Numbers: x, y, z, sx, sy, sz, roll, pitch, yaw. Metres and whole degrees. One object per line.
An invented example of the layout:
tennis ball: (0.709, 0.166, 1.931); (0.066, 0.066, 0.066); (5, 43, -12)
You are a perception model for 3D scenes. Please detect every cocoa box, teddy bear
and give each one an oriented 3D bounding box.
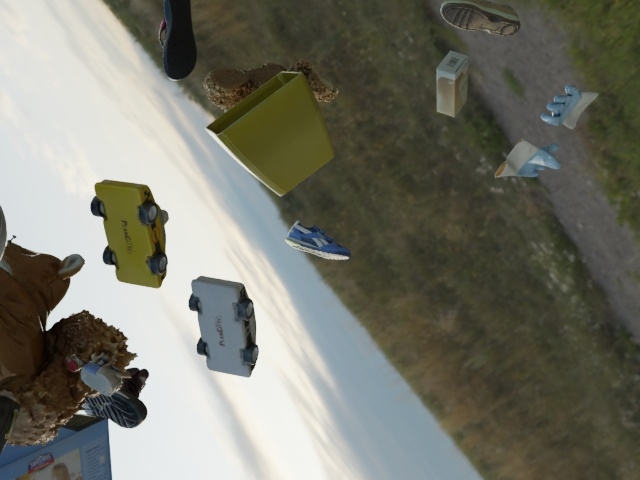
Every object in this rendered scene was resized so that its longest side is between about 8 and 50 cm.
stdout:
cocoa box: (-0.635, 0.517, 1.818); (0.347, 0.228, 0.231); (-16, -74, -62)
teddy bear: (-0.123, -0.373, 2.170); (0.245, 0.338, 0.113); (38, 135, 33)

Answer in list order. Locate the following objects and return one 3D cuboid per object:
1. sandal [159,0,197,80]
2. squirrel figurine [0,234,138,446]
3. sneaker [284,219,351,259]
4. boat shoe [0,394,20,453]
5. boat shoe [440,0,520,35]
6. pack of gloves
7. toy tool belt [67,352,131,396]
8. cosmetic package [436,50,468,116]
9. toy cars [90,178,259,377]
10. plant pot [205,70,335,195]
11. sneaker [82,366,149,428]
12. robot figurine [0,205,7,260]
sandal: (-0.253, -0.361, 1.499); (0.067, 0.040, 0.179); (8, -103, -48)
squirrel figurine: (-0.556, 0.175, 1.614); (0.397, 0.281, 0.370); (39, -157, -5)
sneaker: (0.000, 0.000, 1.825); (0.144, 0.059, 0.053); (19, 163, 1)
boat shoe: (-0.513, 0.339, 1.276); (0.069, 0.227, 0.081); (30, 157, -36)
boat shoe: (0.334, -0.487, 1.826); (0.190, 0.068, 0.072); (9, -118, -27)
pack of gloves: (0.422, -0.181, 1.541); (0.046, 0.195, 0.232); (44, -156, 21)
toy tool belt: (-0.324, 0.190, 1.266); (0.083, 0.052, 0.051); (28, -148, 16)
cosmetic package: (0.256, -0.303, 1.671); (0.041, 0.060, 0.115); (24, 152, 24)
toy cars: (-0.214, 0.051, 1.371); (0.393, 0.176, 0.087); (47, -141, -12)
plant pot: (-0.091, -0.215, 1.800); (0.187, 0.212, 0.212); (54, 175, -17)
sneaker: (-0.462, 0.360, 2.082); (0.281, 0.162, 0.106); (-1, 115, 48)
robot figurine: (-0.566, -0.048, 1.186); (0.300, 0.200, 0.353); (54, 167, 39)
